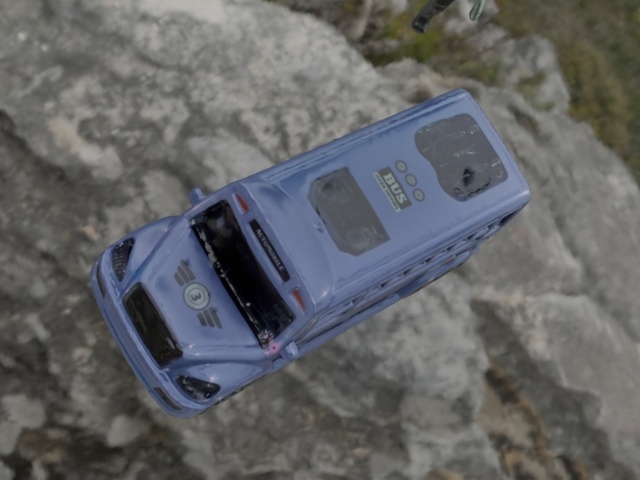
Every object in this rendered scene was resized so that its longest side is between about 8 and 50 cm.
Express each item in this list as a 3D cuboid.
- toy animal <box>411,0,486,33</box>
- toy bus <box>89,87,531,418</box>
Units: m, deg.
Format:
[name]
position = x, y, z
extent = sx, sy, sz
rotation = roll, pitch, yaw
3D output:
[toy animal]
position = 0.151, -0.261, 0.836
extent = 0.082, 0.269, 0.137
rotation = 29, 4, -13
[toy bus]
position = 0.000, 0.000, 0.809
extent = 0.292, 0.133, 0.125
rotation = -26, 81, -36
